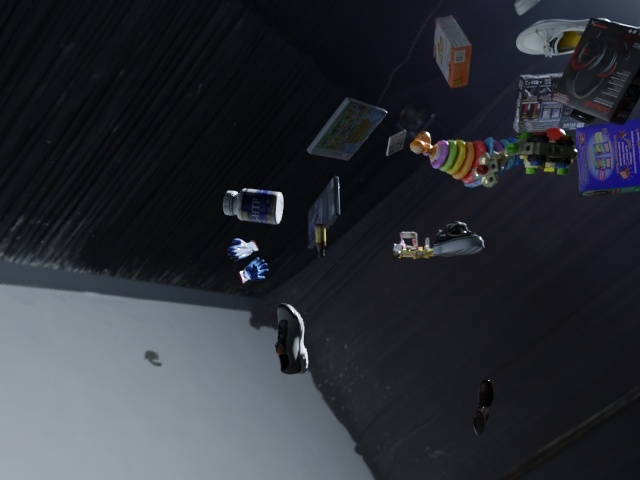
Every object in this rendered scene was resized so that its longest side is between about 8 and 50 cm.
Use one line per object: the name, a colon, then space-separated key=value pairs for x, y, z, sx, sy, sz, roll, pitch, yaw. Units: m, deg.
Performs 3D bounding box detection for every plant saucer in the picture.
plant saucer: x=0.391 y=-0.372 z=1.813 sx=0.083 sy=0.083 sz=0.015 roll=32 pitch=2 yaw=-36

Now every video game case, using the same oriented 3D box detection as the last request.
video game case: x=0.010 y=-0.115 z=2.009 sx=0.026 sy=0.274 sz=0.195 roll=13 pitch=55 yaw=-20
video game case: x=0.343 y=-0.442 z=2.162 sx=0.011 sy=0.087 sz=0.122 roll=55 pitch=-16 yaw=25
video game case: x=0.085 y=-0.342 z=1.494 sx=0.193 sy=0.212 sz=0.023 roll=-1 pitch=51 yaw=-48

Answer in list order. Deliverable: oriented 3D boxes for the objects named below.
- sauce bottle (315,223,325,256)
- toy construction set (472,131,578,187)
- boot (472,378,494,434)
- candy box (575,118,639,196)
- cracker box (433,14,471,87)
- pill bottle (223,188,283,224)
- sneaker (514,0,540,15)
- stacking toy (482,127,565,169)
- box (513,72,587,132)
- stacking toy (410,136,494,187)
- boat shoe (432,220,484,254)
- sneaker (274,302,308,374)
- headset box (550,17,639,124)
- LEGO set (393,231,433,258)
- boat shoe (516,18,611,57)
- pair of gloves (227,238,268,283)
sauce bottle: x=0.000 y=0.000 z=1.866 sx=0.042 sy=0.128 sz=0.042 roll=0 pitch=10 yaw=0
toy construction set: x=0.621 y=-0.253 z=1.422 sx=0.215 sy=0.328 sz=0.151 roll=19 pitch=-59 yaw=63
boot: x=0.383 y=0.393 z=1.128 sx=0.114 sy=0.037 sz=0.106 roll=5 pitch=86 yaw=-62
candy box: x=1.190 y=-0.325 z=1.875 sx=0.122 sy=0.318 sz=0.267 roll=11 pitch=77 yaw=-62
cracker box: x=0.473 y=-0.685 z=1.726 sx=0.155 sy=0.067 sz=0.232 roll=77 pitch=4 yaw=-49
pill bottle: x=-0.229 y=-0.119 z=1.629 sx=0.187 sy=0.111 sz=0.112 roll=6 pitch=16 yaw=7
sneaker: x=0.591 y=-0.752 z=1.234 sx=0.169 sy=0.292 sz=0.108 roll=41 pitch=35 yaw=-9
stacking toy: x=0.793 y=-0.360 z=1.856 sx=0.141 sy=0.331 sz=0.141 roll=-17 pitch=90 yaw=-88
box: x=1.036 y=-0.612 z=2.114 sx=0.076 sy=0.308 sz=0.242 roll=-81 pitch=167 yaw=-57
stacking toy: x=0.468 y=-0.311 z=1.749 sx=0.302 sy=0.165 sz=0.175 roll=12 pitch=-11 yaw=-13
boat shoe: x=0.464 y=-0.009 z=1.665 sx=0.121 sy=0.119 sz=0.335 roll=2 pitch=-5 yaw=-7
sneaker: x=-0.121 y=0.367 z=1.779 sx=0.108 sy=0.100 sz=0.271 roll=2 pitch=70 yaw=-43
headset box: x=0.888 y=-0.511 z=1.488 sx=0.110 sy=0.293 sz=0.218 roll=-4 pitch=34 yaw=-35
LEGO set: x=0.424 y=0.011 z=1.935 sx=0.132 sy=0.287 sz=0.106 roll=-16 pitch=100 yaw=-58
boat shoe: x=0.946 y=-0.795 z=1.912 sx=0.367 sy=0.156 sz=0.135 roll=18 pitch=-42 yaw=42
pair of gloves: x=-0.299 y=0.080 z=1.968 sx=0.159 sy=0.023 sz=0.198 roll=-23 pitch=90 yaw=-51
